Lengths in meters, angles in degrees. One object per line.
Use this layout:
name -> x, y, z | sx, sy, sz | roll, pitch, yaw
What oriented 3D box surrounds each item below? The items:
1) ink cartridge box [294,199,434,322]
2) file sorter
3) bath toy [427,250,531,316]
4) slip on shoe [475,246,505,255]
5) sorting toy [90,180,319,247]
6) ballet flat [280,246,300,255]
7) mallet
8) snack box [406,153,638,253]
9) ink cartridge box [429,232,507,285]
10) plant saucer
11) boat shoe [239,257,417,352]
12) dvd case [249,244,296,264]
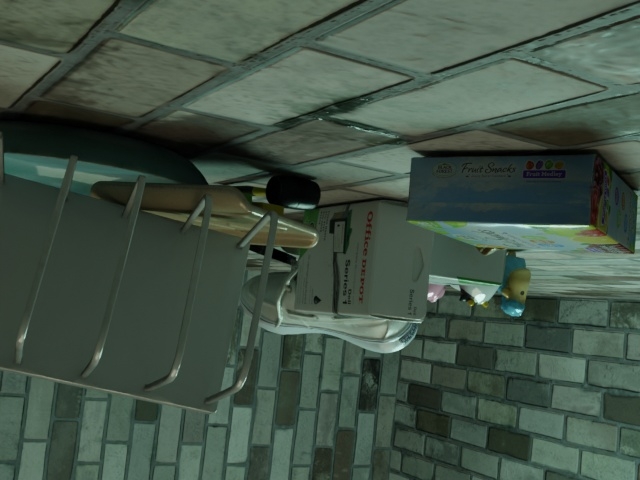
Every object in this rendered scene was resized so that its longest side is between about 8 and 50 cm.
ink cartridge box -> 0.057, 0.031, 1.214 | 0.092, 0.160, 0.219 | 9, 173, -28
file sorter -> -0.197, 0.037, 0.812 | 0.277, 0.193, 0.173 | 16, 160, -16
bath toy -> 0.207, 0.063, 1.575 | 0.348, 0.129, 0.151 | 8, 175, -13
slip on shoe -> 0.254, -0.011, 1.209 | 0.041, 0.051, 0.135 | -33, 171, -9
sorting toy -> -0.123, -0.034, 0.966 | 0.193, 0.038, 0.208 | 3, 169, 24
ballet flat -> 0.000, 0.000, 1.621 | 0.168, 0.057, 0.052 | 6, 146, -38
mallet -> -0.068, -0.061, 1.081 | 0.062, 0.039, 0.189 | 6, 180, -29
snack box -> 0.205, -0.033, 0.844 | 0.174, 0.070, 0.207 | 3, 173, 30
ink cartridge box -> 0.185, 0.024, 1.389 | 0.153, 0.087, 0.208 | 8, 175, -16
plant saucer -> -0.278, -0.086, 0.969 | 0.317, 0.044, 0.317 | 6, 176, 0
boat shoe -> -0.015, 0.088, 1.484 | 0.367, 0.136, 0.156 | 12, 143, 38
dvd case -> -0.154, -0.003, 1.575 | 0.180, 0.022, 0.253 | 22, 178, 13
